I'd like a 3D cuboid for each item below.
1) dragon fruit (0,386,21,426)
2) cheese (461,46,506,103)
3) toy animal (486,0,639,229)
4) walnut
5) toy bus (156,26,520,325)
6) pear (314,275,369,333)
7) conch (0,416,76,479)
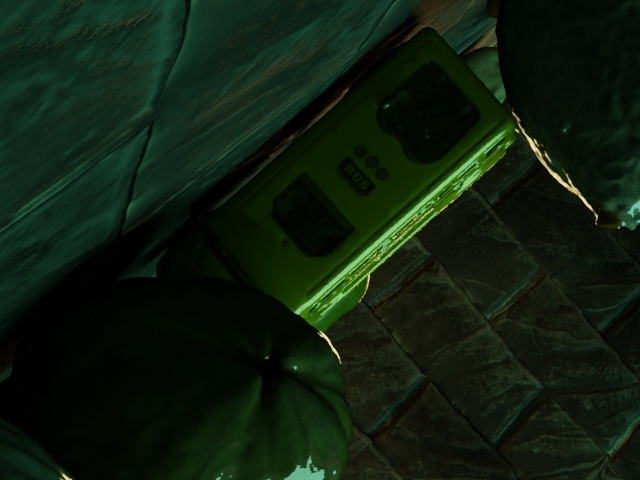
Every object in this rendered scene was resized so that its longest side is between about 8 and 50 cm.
[{"bbox_3d":[-0.241,0.204,1.104,0.172,0.172,0.209,-42,177,25],"label":"dragon fruit"},{"bbox_3d":[0.153,-0.157,1.604,0.263,0.093,0.159,-39,176,-17],"label":"cheese"},{"bbox_3d":[0.245,-0.163,1.002,0.188,0.226,0.358,-34,-149,42],"label":"toy animal"},{"bbox_3d":[-0.112,0.139,0.904,0.283,0.283,0.227,-43,-156,47],"label":"walnut"},{"bbox_3d":[0.008,-0.029,1.013,0.330,0.144,0.152,-42,179,3],"label":"toy bus"},{"bbox_3d":[-0.028,0.043,1.399,0.180,0.166,0.216,-55,168,-18],"label":"pear"},{"bbox_3d":[-0.189,0.148,0.366,0.303,0.215,0.319,-26,152,-49],"label":"conch"}]
